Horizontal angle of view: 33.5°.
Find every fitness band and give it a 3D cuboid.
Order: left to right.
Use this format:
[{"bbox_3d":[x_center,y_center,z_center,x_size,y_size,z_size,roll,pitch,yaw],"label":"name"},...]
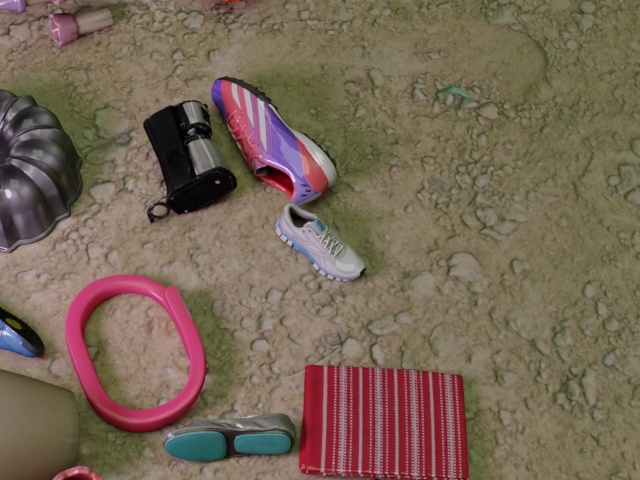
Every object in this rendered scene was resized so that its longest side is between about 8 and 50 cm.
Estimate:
[{"bbox_3d":[-0.308,0.181,1.776,0.209,0.054,0.291,-20,61,-14],"label":"fitness band"}]

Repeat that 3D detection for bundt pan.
[{"bbox_3d":[-0.599,-0.142,1.908,0.331,0.124,0.330,2,59,-4],"label":"bundt pan"}]

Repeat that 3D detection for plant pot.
[{"bbox_3d":[-0.510,0.291,1.591,0.274,0.256,0.256,2,56,-23],"label":"plant pot"}]

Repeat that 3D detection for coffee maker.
[{"bbox_3d":[-0.261,-0.151,1.945,0.171,0.120,0.178,-17,60,-14],"label":"coffee maker"}]

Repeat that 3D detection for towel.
[{"bbox_3d":[0.104,0.301,1.748,0.275,0.031,0.198,4,56,-5],"label":"towel"}]

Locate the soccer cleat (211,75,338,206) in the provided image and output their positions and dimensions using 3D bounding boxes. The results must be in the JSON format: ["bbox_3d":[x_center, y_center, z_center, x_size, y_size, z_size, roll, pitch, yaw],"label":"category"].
[{"bbox_3d":[-0.112,-0.188,1.994,0.116,0.108,0.318,-41,72,-21],"label":"soccer cleat"}]

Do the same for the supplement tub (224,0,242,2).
[{"bbox_3d":[-0.228,-0.671,2.224,0.207,0.207,0.338,-22,62,-18],"label":"supplement tub"}]

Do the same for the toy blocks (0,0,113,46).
[{"bbox_3d":[-0.576,-0.569,2.066,0.260,0.309,0.288,-21,61,-24],"label":"toy blocks"}]

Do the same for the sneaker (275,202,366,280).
[{"bbox_3d":[0.000,0.000,1.897,0.191,0.083,0.071,33,59,14],"label":"sneaker"}]

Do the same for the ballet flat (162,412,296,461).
[{"bbox_3d":[-0.146,0.312,1.706,0.213,0.072,0.068,-1,31,-6],"label":"ballet flat"}]

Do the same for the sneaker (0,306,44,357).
[{"bbox_3d":[-0.559,0.149,1.772,0.209,0.069,0.082,31,93,4],"label":"sneaker"}]

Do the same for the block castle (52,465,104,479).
[{"bbox_3d":[-0.356,0.562,1.433,0.303,0.213,0.453,-21,62,-17],"label":"block castle"}]
